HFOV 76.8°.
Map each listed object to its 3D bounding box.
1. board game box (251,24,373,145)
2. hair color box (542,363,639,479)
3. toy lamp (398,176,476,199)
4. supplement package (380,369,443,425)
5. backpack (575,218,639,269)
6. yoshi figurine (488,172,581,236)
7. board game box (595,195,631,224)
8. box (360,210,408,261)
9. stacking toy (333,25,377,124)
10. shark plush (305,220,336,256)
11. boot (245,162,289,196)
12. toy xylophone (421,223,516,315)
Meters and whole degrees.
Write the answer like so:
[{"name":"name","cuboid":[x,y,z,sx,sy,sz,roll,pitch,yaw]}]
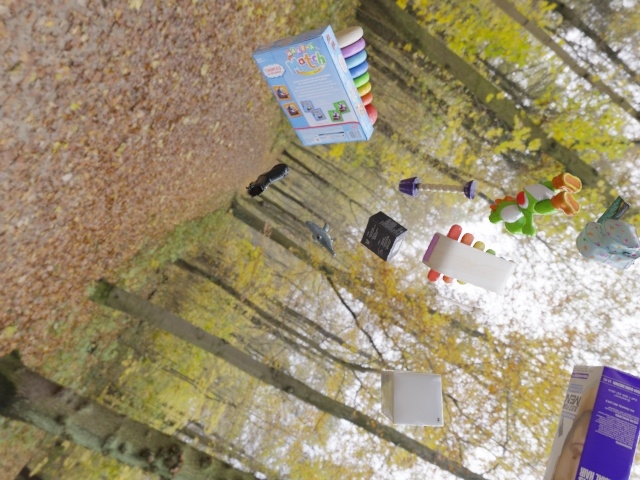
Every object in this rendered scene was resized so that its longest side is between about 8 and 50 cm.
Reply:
[{"name":"board game box","cuboid":[-0.011,-0.275,0.757,0.160,0.211,0.039,5,-125,36]},{"name":"hair color box","cuboid":[0.652,0.477,0.970,0.185,0.110,0.338,55,55,-70]},{"name":"toy lamp","cuboid":[0.422,-0.193,1.487,0.275,0.080,0.080,9,-123,36]},{"name":"supplement package","cuboid":[0.338,0.590,1.540,0.293,0.178,0.175,93,0,-74]},{"name":"backpack","cuboid":[1.077,0.006,1.517,0.144,0.189,0.165,84,22,-47]},{"name":"yoshi figurine","cuboid":[0.870,-0.122,1.642,0.204,0.202,0.362,-16,174,-30]},{"name":"board game box","cuboid":[1.266,-0.099,1.768,0.126,0.026,0.186,-43,161,-58]},{"name":"box","cuboid":[0.278,-0.019,1.784,0.093,0.158,0.155,-30,149,-38]},{"name":"stacking toy","cuboid":[0.126,-0.554,1.412,0.141,0.330,0.141,-18,-148,12]},{"name":"shark plush","cuboid":[0.000,0.000,1.360,0.073,0.067,0.161,-33,-123,19]},{"name":"boot","cuboid":[-0.154,-0.174,1.173,0.121,0.045,0.099,-20,-156,25]},{"name":"toy xylophone","cuboid":[0.482,0.104,1.322,0.236,0.323,0.081,-60,-165,10]}]
